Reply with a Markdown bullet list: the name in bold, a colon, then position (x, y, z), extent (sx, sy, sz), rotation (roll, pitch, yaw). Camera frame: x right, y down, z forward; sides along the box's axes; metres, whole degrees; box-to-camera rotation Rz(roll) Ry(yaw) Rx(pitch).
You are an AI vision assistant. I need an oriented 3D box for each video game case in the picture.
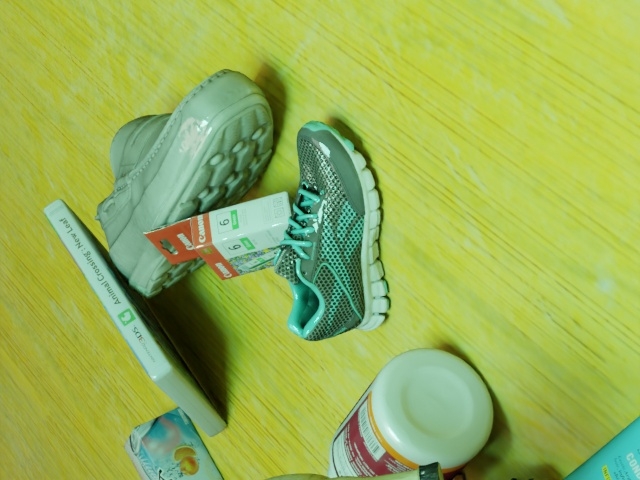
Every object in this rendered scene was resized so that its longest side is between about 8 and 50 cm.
- **video game case**: position (-0.166, 0.076, 1.289), extent (0.193, 0.023, 0.212), rotation (53, 175, 22)

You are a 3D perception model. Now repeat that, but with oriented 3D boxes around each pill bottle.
- **pill bottle**: position (0.056, 0.143, 0.992), extent (0.086, 0.086, 0.152), rotation (57, 150, 17)

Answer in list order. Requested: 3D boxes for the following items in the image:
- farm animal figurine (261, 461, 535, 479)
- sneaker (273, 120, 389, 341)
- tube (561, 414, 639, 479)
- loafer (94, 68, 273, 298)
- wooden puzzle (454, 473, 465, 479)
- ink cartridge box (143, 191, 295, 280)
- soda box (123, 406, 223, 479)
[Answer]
- **farm animal figurine**: position (0.046, 0.247, 0.842), extent (0.172, 0.327, 0.330), rotation (-13, 103, 19)
- **sneaker**: position (0.000, 0.000, 0.992), extent (0.065, 0.076, 0.166), rotation (20, 127, 52)
- **tube**: position (0.195, 0.127, 0.795), extent (0.080, 0.052, 0.207), rotation (51, 143, 11)
- **loafer**: position (-0.123, -0.053, 1.124), extent (0.111, 0.112, 0.319), rotation (53, 150, 8)
- **wooden puzzle**: position (0.100, 0.202, 1.044), extent (0.049, 0.006, 0.083), rotation (35, 138, 44)
- **ink cartridge box**: position (-0.067, 0.002, 1.053), extent (0.063, 0.115, 0.029), rotation (55, -158, -60)
- **soda box**: position (-0.126, 0.263, 1.415), extent (0.183, 0.058, 0.063), rotation (58, 150, 14)
